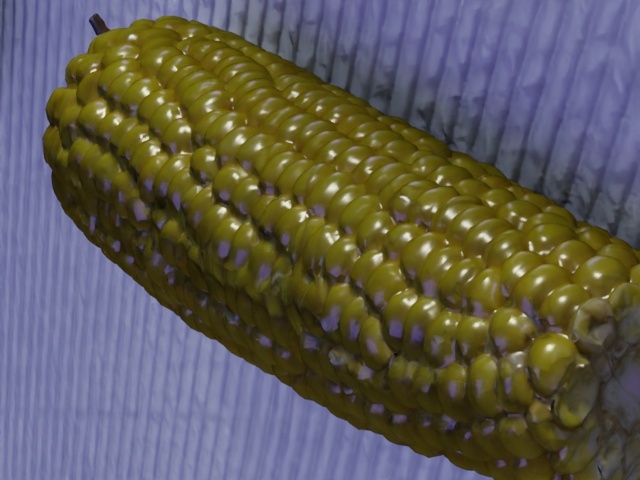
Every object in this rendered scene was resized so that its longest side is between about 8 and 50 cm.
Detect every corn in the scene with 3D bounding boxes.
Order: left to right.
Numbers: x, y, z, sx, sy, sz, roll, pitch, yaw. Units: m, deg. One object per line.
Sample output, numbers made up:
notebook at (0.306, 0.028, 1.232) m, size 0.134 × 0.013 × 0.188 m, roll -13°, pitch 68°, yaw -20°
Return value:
corn at (0.000, 0.000, 0.631) m, size 0.310 × 0.101 × 0.101 m, roll 32°, pitch 134°, yaw 46°
